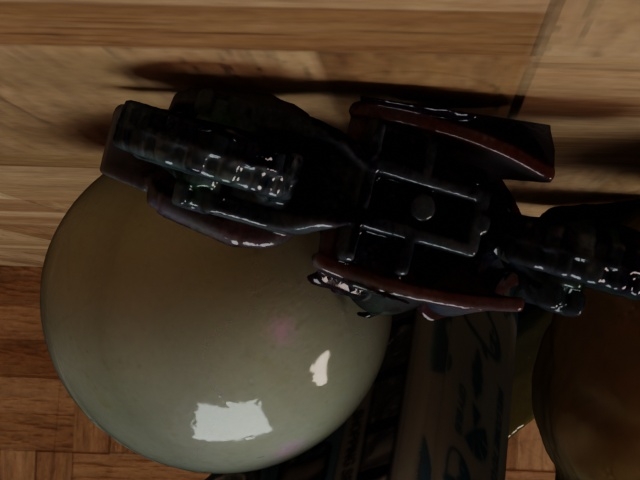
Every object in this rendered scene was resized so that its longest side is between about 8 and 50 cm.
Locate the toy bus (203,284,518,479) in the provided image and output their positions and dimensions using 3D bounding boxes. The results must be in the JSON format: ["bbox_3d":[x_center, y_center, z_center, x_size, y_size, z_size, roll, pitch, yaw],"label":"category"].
[{"bbox_3d":[0.025,0.096,0.802,0.131,0.106,0.297,-20,-150,22],"label":"toy bus"}]

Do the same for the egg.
[{"bbox_3d":[-0.053,0.028,0.717,0.151,0.151,0.209,3,179,-24],"label":"egg"}]

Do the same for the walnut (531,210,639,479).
[{"bbox_3d":[0.244,0.091,0.723,0.296,0.285,0.285,24,-177,15],"label":"walnut"}]

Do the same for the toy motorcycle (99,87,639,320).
[{"bbox_3d":[0.019,-0.016,0.587,0.213,0.082,0.122,16,172,-21],"label":"toy motorcycle"}]

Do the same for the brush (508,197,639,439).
[{"bbox_3d":[0.127,0.051,0.969,0.197,0.059,0.123,-41,-168,-21],"label":"brush"}]
